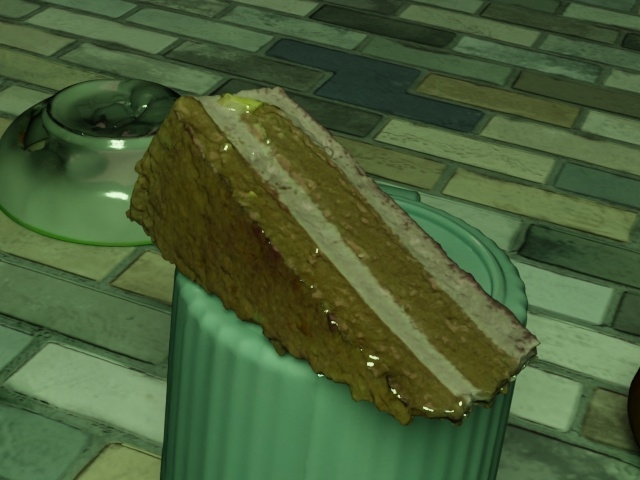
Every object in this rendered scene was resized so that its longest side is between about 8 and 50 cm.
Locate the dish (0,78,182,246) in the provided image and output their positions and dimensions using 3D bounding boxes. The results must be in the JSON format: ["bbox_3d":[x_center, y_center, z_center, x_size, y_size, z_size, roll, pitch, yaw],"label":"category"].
[{"bbox_3d":[-0.255,-0.129,1.402,0.324,0.124,0.324,4,31,-3],"label":"dish"}]

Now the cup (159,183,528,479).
[{"bbox_3d":[0.031,0.134,0.848,0.256,0.311,0.331,28,38,31],"label":"cup"}]

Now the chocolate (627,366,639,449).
[{"bbox_3d":[0.367,0.172,1.010,0.176,0.177,0.177,4,32,-3],"label":"chocolate"}]

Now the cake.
[{"bbox_3d":[0.000,0.000,0.672,0.116,0.113,0.295,-24,48,-37],"label":"cake"}]
